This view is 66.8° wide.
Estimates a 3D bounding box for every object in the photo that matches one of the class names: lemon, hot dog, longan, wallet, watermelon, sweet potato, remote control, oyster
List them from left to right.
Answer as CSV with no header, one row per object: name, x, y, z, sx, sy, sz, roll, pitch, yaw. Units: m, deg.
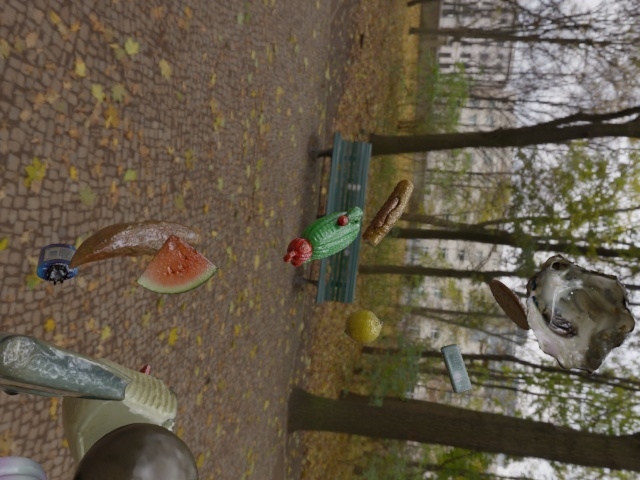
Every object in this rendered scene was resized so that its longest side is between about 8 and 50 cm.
wallet,-0.464,0.171,0.688,0.252,0.361,0.083,48,46,-57
longan,-0.372,0.500,0.975,0.258,0.258,0.257,6,90,-78
sweet potato,-0.448,-0.005,1.227,0.355,0.095,0.106,-14,134,-47
watermelon,-0.236,0.030,0.827,0.125,0.136,0.094,-64,156,-61
lemon,0.142,0.282,1.594,0.109,0.133,0.109,-12,90,-72
hot dog,0.121,-0.050,0.850,0.137,0.044,0.028,-52,142,-10
remote control,0.356,0.336,1.278,0.018,0.053,0.124,108,-31,-67
oyster,0.526,0.153,1.015,0.223,0.214,0.083,-52,147,-7

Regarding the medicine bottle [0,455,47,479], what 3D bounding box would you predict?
medicine bottle,-0.550,0.565,0.819,0.212,0.325,0.212,-23,137,-24

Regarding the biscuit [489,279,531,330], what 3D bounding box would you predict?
biscuit,0.601,0.200,1.528,0.187,0.027,0.188,56,0,1

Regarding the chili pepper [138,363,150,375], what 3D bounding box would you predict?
chili pepper,-0.632,0.556,1.683,0.071,0.063,0.272,-1,102,-53

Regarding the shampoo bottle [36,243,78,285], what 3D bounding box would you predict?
shampoo bottle,-0.646,0.057,1.196,0.183,0.087,0.050,36,-59,58

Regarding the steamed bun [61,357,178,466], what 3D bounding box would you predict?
steamed bun,-0.545,0.478,1.256,0.273,0.290,0.272,36,76,-27

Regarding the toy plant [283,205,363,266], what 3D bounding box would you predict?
toy plant,0.001,0.002,1.108,0.240,0.088,0.154,-35,172,-24
